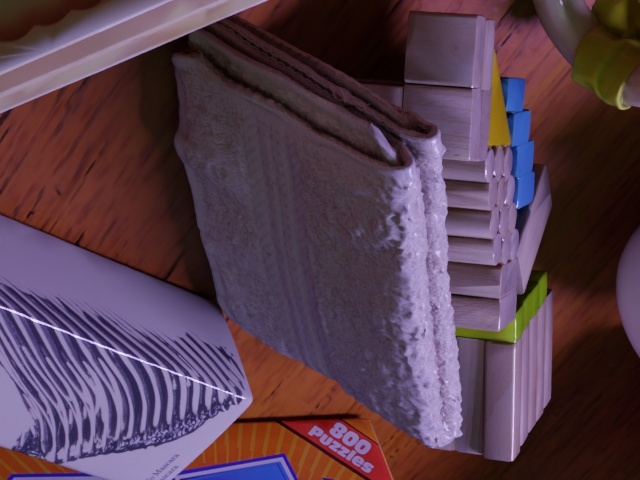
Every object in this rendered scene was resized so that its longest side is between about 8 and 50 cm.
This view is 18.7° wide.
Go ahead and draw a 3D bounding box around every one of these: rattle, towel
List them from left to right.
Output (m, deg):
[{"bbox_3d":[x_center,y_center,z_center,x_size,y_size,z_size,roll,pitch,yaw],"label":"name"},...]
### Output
[{"bbox_3d":[0.000,0.000,1.153,0.049,0.187,0.282,-42,145,-25],"label":"towel"},{"bbox_3d":[0.190,-0.184,1.126,0.142,0.130,0.200,-29,113,-8],"label":"rattle"}]

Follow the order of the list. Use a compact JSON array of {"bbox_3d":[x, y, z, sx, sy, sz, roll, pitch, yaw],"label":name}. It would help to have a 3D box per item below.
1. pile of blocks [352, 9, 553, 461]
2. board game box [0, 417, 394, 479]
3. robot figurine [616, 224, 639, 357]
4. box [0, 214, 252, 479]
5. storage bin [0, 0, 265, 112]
[{"bbox_3d":[0.073,-0.014,1.242,0.112,0.149,0.362,6,135,19],"label":"pile of blocks"},{"bbox_3d":[-0.123,0.379,1.366,0.356,0.356,0.356,-1,135,-23],"label":"board game box"},{"bbox_3d":[0.331,0.003,1.304,0.278,0.173,0.209,-41,133,20],"label":"robot figurine"},{"bbox_3d":[-0.182,0.062,1.203,0.275,0.094,0.113,23,122,-40],"label":"box"},{"bbox_3d":[-0.126,-0.138,0.884,0.260,0.123,0.262,-23,-176,1],"label":"storage bin"}]
